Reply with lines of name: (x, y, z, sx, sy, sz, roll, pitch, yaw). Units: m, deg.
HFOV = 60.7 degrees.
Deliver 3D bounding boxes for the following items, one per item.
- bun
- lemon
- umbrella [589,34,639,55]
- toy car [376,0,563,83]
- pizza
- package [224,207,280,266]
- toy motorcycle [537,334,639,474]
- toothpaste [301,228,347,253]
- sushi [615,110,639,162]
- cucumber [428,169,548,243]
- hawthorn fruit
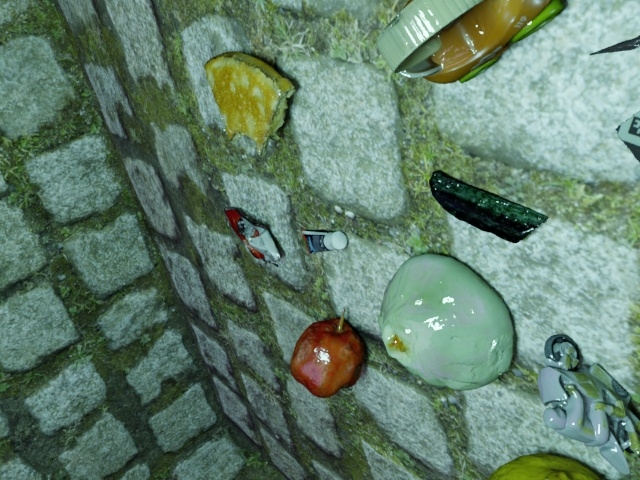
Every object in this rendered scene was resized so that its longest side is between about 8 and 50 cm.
bun: (0.219, 0.179, 1.076, 0.293, 0.187, 0.293, 34, 142, 32)
lemon: (0.431, 0.554, 1.035, 0.268, 0.268, 0.322, 28, 142, 42)
umbrella: (0.371, -0.232, 0.633, 0.122, 0.013, 0.022, 8, 146, 52)
toy car: (0.160, -0.282, 0.697, 0.145, 0.235, 0.235, 58, 151, 0)
pizza: (-0.158, -0.321, 1.271, 0.323, 0.089, 0.223, 31, 135, 42)
package: (-0.201, -0.011, 1.660, 0.269, 0.071, 0.194, 20, 132, 65)
toy motorcycle: (0.425, 0.270, 0.881, 0.225, 0.152, 0.073, 52, 150, 12)
toothpaste: (0.000, 0.000, 1.386, 0.193, 0.045, 0.071, -5, 106, 64)
sushi: (0.467, -0.082, 0.594, 0.231, 0.047, 0.219, 55, 150, 6)
cucumber: (0.271, -0.048, 0.929, 0.220, 0.046, 0.070, 33, 150, 37)
hawthorn fruit: (0.033, 0.290, 1.482, 0.207, 0.207, 0.243, 34, 115, 36)
